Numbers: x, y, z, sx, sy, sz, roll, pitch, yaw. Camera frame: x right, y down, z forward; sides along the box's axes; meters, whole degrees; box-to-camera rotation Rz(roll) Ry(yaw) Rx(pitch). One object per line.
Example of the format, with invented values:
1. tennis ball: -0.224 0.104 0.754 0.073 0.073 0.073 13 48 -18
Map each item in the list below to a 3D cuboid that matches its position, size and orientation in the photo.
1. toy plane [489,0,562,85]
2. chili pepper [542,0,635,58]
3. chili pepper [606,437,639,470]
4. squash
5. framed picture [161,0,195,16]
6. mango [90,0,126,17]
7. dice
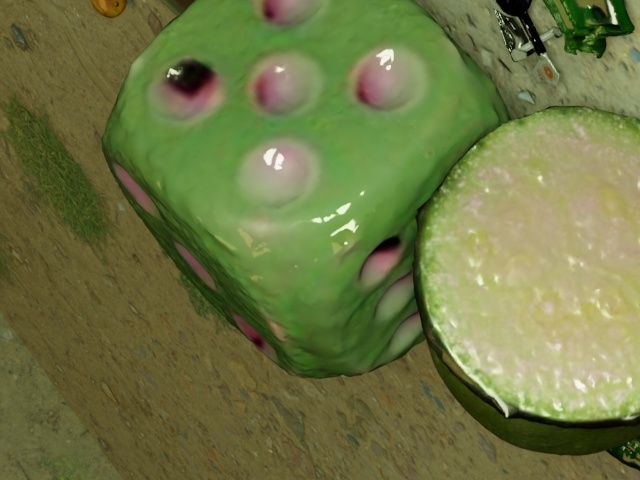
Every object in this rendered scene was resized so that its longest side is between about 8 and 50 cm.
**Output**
1. toy plane: 0.180 -0.234 1.738 0.197 0.053 0.078 61 164 -10
2. chili pepper: 0.210 -0.259 1.633 0.224 0.061 0.098 58 159 -17
3. chili pepper: 0.327 0.207 2.017 0.182 0.050 0.073 47 148 13
4. squash: 0.232 0.064 1.787 0.310 0.310 0.309 50 170 12
5. framed picture: -0.149 -0.335 2.250 0.324 0.020 0.240 44 153 26
6. mango: -0.294 -0.339 2.484 0.089 0.046 0.060 52 157 19
7. dice: -0.002 -0.069 1.864 0.330 0.318 0.322 42 168 26
